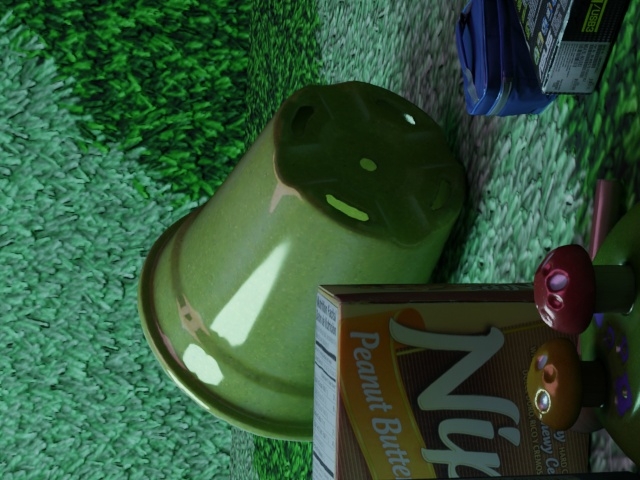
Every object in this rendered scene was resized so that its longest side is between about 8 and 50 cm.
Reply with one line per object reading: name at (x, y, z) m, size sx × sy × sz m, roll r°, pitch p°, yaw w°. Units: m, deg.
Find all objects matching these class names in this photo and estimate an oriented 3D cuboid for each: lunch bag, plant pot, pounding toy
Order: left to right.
plant pot at (0.000, 0.000, 1.527) m, size 0.254 × 0.276 × 0.276 m, roll 120°, pitch 150°, yaw -47°
lunch bag at (0.136, -0.144, 1.261) m, size 0.067 × 0.065 × 0.098 m, roll 125°, pitch 143°, yaw -70°
pounding toy at (0.166, 0.053, 1.006) m, size 0.237 × 0.110 × 0.183 m, roll -154°, pitch 64°, yaw -77°

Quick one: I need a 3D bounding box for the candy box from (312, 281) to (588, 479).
candy box at (0.089, 0.190, 1.194) m, size 0.087 × 0.183 × 0.316 m, roll -154°, pitch 64°, yaw -76°

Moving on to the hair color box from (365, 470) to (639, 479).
hair color box at (0.122, 0.337, 1.031) m, size 0.113 × 0.185 × 0.374 m, roll -165°, pitch 75°, yaw -77°

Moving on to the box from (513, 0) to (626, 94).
box at (0.170, -0.228, 1.150) m, size 0.190 × 0.045 × 0.184 m, roll 101°, pitch 166°, yaw -47°
